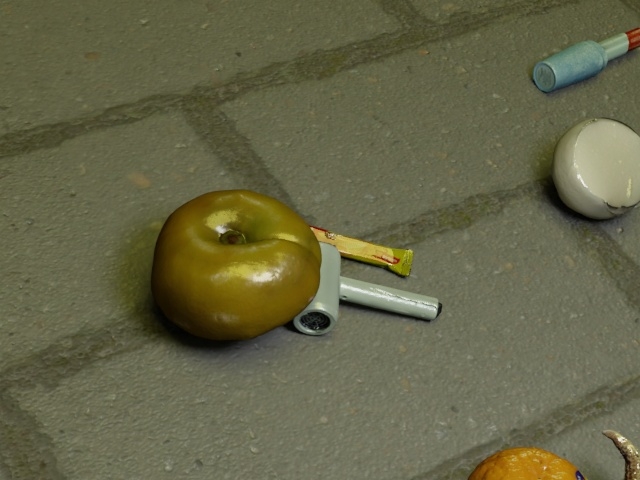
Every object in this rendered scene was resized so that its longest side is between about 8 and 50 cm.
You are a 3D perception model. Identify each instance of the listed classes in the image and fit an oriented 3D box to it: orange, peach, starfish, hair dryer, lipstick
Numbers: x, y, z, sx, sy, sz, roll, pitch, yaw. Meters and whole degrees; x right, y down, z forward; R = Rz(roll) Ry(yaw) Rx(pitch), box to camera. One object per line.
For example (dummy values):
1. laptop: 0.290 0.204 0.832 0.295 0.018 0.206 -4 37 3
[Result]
1. orange: 0.270 0.353 1.795 0.177 0.155 0.178 14 40 -12
2. peach: -0.119 0.033 1.966 0.251 0.153 0.251 2 46 -2
3. starfish: 0.412 0.367 1.846 0.071 0.216 0.238 -3 7 21
4. hair dryer: 0.071 0.092 2.054 0.236 0.073 0.131 15 47 -15
5. lipstick: 0.509 -0.343 2.569 0.274 0.061 0.068 -24 57 -33

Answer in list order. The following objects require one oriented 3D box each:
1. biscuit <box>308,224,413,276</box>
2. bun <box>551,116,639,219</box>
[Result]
1. biscuit: 0.000 0.000 2.133 0.291 0.026 0.048 15 65 -2
2. bun: 0.458 -0.115 2.305 0.172 0.120 0.173 6 73 -20
